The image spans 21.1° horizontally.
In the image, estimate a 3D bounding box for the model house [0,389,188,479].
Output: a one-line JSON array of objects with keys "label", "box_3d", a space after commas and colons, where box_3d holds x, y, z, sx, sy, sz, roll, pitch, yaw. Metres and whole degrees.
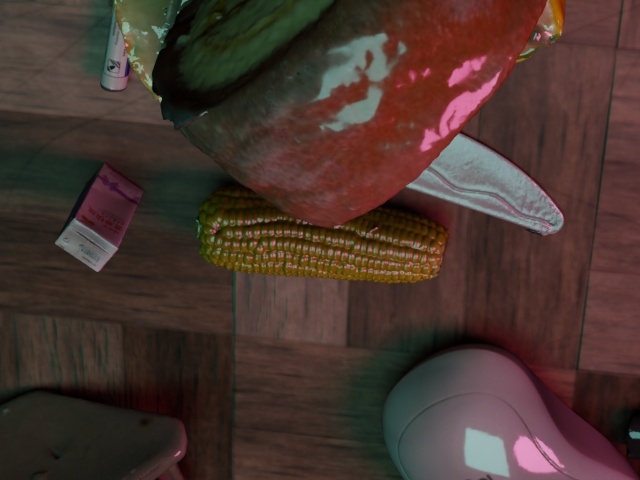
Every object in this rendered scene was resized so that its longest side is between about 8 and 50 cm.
[{"label": "model house", "box_3d": [-0.227, 0.260, 1.731, 0.229, 0.122, 0.188, 5, 134, 23]}]

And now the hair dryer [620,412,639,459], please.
[{"label": "hair dryer", "box_3d": [0.411, 0.203, 1.621, 0.251, 0.089, 0.197, 9, 123, 15]}]

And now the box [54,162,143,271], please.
[{"label": "box", "box_3d": [-0.199, -0.022, 1.561, 0.050, 0.117, 0.036, 34, 117, -13]}]

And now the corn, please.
[{"label": "corn", "box_3d": [0.000, 0.000, 1.563, 0.231, 0.080, 0.080, 8, 120, 4]}]

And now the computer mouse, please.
[{"label": "computer mouse", "box_3d": [0.189, 0.229, 1.640, 0.184, 0.121, 0.297, -31, 109, 22]}]

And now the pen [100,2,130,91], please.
[{"label": "pen", "box_3d": [-0.166, -0.223, 1.495, 0.025, 0.025, 0.204, 14, 120, 1]}]

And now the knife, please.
[{"label": "knife", "box_3d": [0.064, -0.079, 1.541, 0.336, 0.043, 0.081, 14, 114, -6]}]

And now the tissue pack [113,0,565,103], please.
[{"label": "tissue pack", "box_3d": [0.029, -0.271, 1.230, 0.293, 0.382, 0.228, -7, 116, 14]}]

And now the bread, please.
[{"label": "bread", "box_3d": [0.022, -0.127, 0.993, 0.123, 0.190, 0.244, 35, 118, -26]}]
